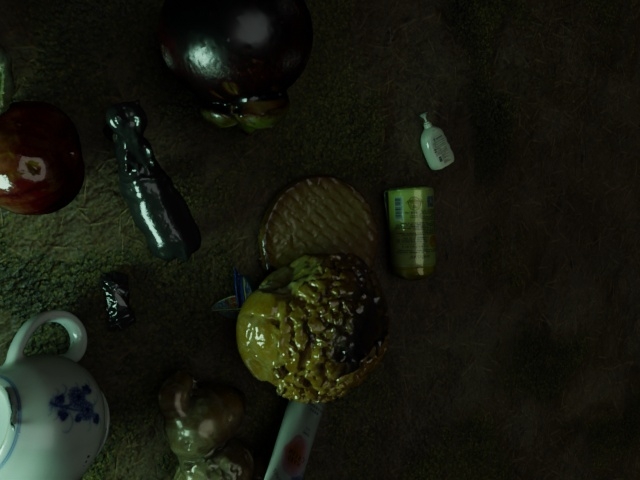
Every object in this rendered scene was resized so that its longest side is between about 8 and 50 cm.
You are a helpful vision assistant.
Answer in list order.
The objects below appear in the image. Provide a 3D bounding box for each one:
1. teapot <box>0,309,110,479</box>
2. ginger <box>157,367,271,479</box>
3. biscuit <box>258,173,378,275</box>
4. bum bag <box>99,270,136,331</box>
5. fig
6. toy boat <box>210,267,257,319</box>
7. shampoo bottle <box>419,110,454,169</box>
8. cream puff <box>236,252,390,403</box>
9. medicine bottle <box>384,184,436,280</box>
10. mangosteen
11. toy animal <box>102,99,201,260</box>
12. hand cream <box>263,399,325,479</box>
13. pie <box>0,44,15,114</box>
[{"bbox_3d":[-0.492,0.335,1.094,0.280,0.252,0.424,30,51,-59],"label":"teapot"},{"bbox_3d":[-0.227,0.437,1.272,0.256,0.176,0.375,-31,106,-41],"label":"ginger"},{"bbox_3d":[0.000,0.000,1.431,0.317,0.040,0.318,-3,96,-29],"label":"biscuit"},{"bbox_3d":[-0.412,0.123,1.223,0.057,0.034,0.125,-9,97,-18],"label":"bum bag"},{"bbox_3d":[-0.554,-0.137,1.075,0.249,0.186,0.204,-8,74,12],"label":"fig"},{"bbox_3d":[-0.188,0.148,1.326,0.110,0.091,0.175,-7,93,0],"label":"toy boat"},{"bbox_3d":[0.293,-0.263,1.566,0.077,0.045,0.152,-33,109,-20],"label":"shampoo bottle"},{"bbox_3d":[0.005,0.182,1.274,0.343,0.231,0.327,12,86,-44],"label":"cream puff"},{"bbox_3d":[0.229,-0.018,1.508,0.124,0.124,0.239,-6,97,-27],"label":"medicine bottle"},{"bbox_3d":[-0.161,-0.367,1.187,0.306,0.307,0.347,-13,116,-27],"label":"mangosteen"},{"bbox_3d":[-0.339,-0.110,1.169,0.106,0.168,0.343,-30,121,-21],"label":"toy animal"},{"bbox_3d":[-0.045,0.424,1.354,0.124,0.077,0.341,50,44,-38],"label":"hand cream"},{"bbox_3d":[-0.646,-0.248,1.000,0.257,0.105,0.274,30,78,6],"label":"pie"}]
